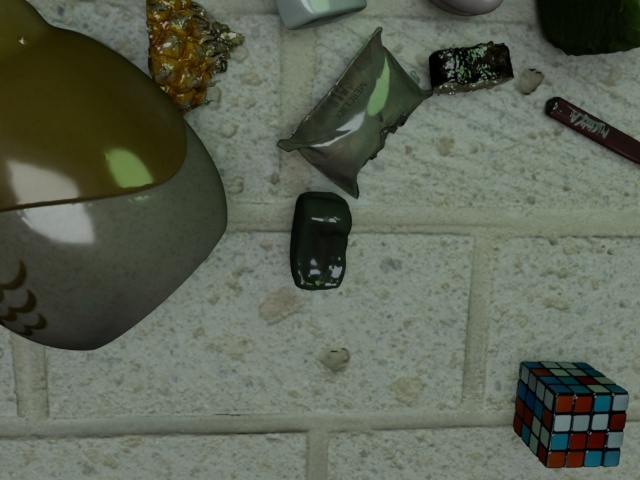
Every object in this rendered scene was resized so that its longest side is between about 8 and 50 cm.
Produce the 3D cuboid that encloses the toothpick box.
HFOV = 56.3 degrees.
[{"bbox_3d":[-0.378,-0.091,0.871,0.409,0.409,0.425,-40,108,3],"label":"toothpick box"}]

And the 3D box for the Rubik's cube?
[{"bbox_3d":[0.484,0.336,1.172,0.151,0.154,0.154,0,102,-7],"label":"Rubik's cube"}]

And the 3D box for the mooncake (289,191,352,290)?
[{"bbox_3d":[0.000,0.000,1.048,0.104,0.175,0.168,8,59,-4],"label":"mooncake"}]

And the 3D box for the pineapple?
[{"bbox_3d":[-0.208,-0.314,0.981,0.164,0.140,0.249,3,98,-8],"label":"pineapple"}]

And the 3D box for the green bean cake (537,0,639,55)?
[{"bbox_3d":[0.480,-0.465,0.921,0.218,0.335,0.318,-17,105,-2],"label":"green bean cake"}]

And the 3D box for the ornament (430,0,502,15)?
[{"bbox_3d":[0.256,-0.458,0.982,0.178,0.177,0.177,-1,101,-6],"label":"ornament"}]

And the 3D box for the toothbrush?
[{"bbox_3d":[0.586,-0.178,1.140,0.364,0.041,0.040,24,98,-11],"label":"toothbrush"}]

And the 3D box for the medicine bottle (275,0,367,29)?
[{"bbox_3d":[-0.031,-0.501,0.958,0.161,0.111,0.296,-29,109,-39],"label":"medicine bottle"}]

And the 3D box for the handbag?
[{"bbox_3d":[0.073,-0.211,1.042,0.182,0.117,0.270,40,86,-27],"label":"handbag"}]

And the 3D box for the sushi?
[{"bbox_3d":[0.264,-0.300,1.053,0.151,0.090,0.078,-11,94,-16],"label":"sushi"}]
